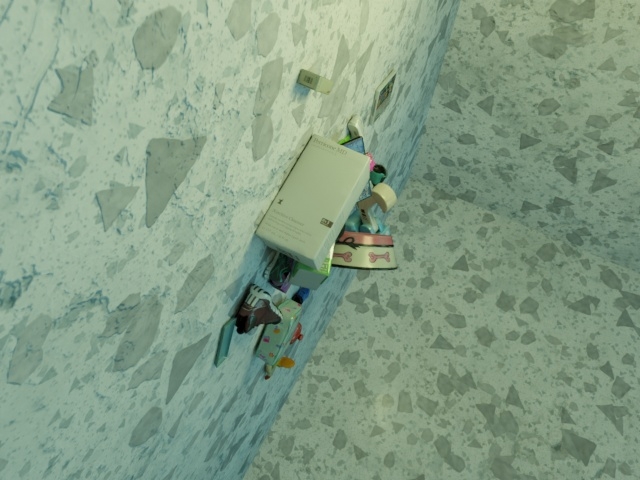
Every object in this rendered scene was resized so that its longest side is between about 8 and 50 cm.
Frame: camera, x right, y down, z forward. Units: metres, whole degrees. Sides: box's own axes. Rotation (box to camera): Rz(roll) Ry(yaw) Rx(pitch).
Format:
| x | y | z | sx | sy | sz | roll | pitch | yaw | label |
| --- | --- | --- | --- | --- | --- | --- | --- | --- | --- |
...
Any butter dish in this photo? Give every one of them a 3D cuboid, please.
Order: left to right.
| x | y | z | sx | sy | sz | roll | pitch | yaw | label |
| --- | --- | --- | --- | --- | --- | --- | --- | --- | --- |
| -0.140 | 0.452 | 2.219 | 0.160 | 0.118 | 0.160 | -57 | 166 | -17 | butter dish |

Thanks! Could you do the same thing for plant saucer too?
| x | y | z | sx | sy | sz | roll | pitch | yaw | label |
| --- | --- | --- | --- | --- | --- | --- | --- | --- | --- |
| -0.327 | 0.347 | 1.537 | 0.067 | 0.018 | 0.192 | -43 | 154 | -58 | plant saucer |

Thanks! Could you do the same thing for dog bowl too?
| x | y | z | sx | sy | sz | roll | pitch | yaw | label |
| --- | --- | --- | --- | --- | --- | --- | --- | --- | --- |
| 0.154 | 0.038 | 2.061 | 0.408 | 0.407 | 0.151 | -6 | 100 | -75 | dog bowl |

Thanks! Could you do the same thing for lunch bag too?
| x | y | z | sx | sy | sz | roll | pitch | yaw | label |
| --- | --- | --- | --- | --- | --- | --- | --- | --- | --- |
| -0.180 | 0.407 | 2.016 | 0.279 | 0.107 | 0.224 | -66 | 172 | 14 | lunch bag |

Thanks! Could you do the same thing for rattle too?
| x | y | z | sx | sy | sz | roll | pitch | yaw | label |
| --- | --- | --- | --- | --- | --- | --- | --- | --- | --- |
| -0.210 | 0.661 | 2.317 | 0.130 | 0.142 | 0.200 | -80 | -179 | -64 | rattle |

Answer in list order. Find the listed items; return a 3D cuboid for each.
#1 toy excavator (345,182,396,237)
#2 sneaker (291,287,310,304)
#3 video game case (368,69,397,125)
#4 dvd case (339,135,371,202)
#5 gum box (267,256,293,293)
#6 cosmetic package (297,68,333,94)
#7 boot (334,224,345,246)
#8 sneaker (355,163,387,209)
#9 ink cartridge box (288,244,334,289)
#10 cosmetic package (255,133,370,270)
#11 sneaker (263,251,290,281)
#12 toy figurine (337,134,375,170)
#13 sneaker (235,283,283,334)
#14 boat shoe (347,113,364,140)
| x | y | z | sx | sy | sz | roll | pitch | yaw | label |
| --- | --- | --- | --- | --- | --- | --- | --- | --- | --- |
| 0.230 | -0.088 | 2.310 | 0.222 | 0.432 | 0.445 | -42 | 124 | -29 | toy excavator |
| -0.096 | 0.275 | 2.202 | 0.152 | 0.058 | 0.085 | -52 | 172 | -22 | sneaker |
| 0.283 | -0.651 | 2.050 | 0.201 | 0.023 | 0.183 | -54 | 163 | -35 | video game case |
| 0.104 | -0.249 | 1.712 | 0.180 | 0.022 | 0.253 | -27 | 123 | -22 | dvd case |
| -0.125 | 0.104 | 1.767 | 0.188 | 0.062 | 0.107 | -61 | 167 | -13 | gum box |
| -0.013 | -0.432 | 1.229 | 0.041 | 0.060 | 0.115 | -68 | 165 | 18 | cosmetic package |
| -0.002 | 0.000 | 1.891 | 0.178 | 0.085 | 0.236 | -20 | -145 | 48 | boot |
| 0.281 | -0.303 | 2.446 | 0.178 | 0.123 | 0.296 | 99 | 13 | -65 | sneaker |
| -0.022 | 0.014 | 1.625 | 0.201 | 0.117 | 0.278 | 124 | -21 | -66 | ink cartridge box |
| -0.014 | -0.123 | 1.459 | 0.385 | 0.217 | 0.156 | -63 | 167 | -12 | cosmetic package |
| -0.137 | 0.082 | 1.650 | 0.167 | 0.076 | 0.065 | -61 | 167 | -14 | sneaker |
| 0.147 | -0.331 | 1.811 | 0.173 | 0.159 | 0.130 | -58 | 165 | -30 | toy figurine |
| -0.236 | 0.279 | 1.619 | 0.163 | 0.106 | 0.281 | -54 | 153 | -21 | sneaker |
| 0.153 | -0.454 | 1.839 | 0.063 | 0.066 | 0.184 | -62 | 157 | -6 | boat shoe |
